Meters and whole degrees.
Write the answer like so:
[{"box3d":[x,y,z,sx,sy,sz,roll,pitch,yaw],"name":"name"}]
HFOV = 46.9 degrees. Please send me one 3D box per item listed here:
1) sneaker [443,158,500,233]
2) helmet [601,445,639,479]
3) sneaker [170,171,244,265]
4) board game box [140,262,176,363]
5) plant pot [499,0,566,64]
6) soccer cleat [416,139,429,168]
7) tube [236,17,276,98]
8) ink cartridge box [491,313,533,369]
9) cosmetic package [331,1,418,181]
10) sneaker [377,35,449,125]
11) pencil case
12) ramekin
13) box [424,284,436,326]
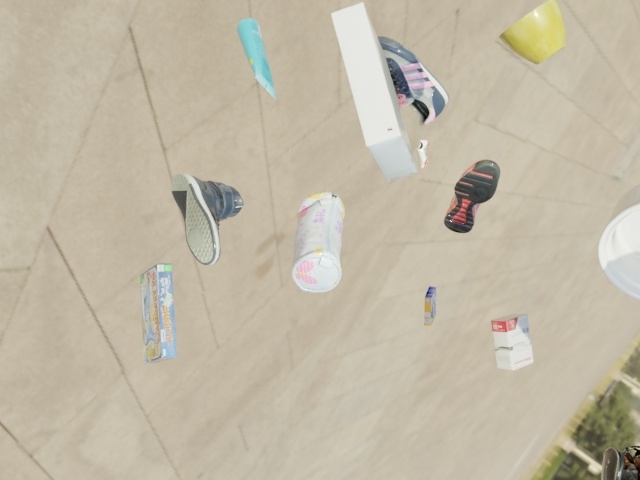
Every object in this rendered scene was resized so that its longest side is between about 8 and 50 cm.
[{"box3d":[0.461,-0.162,2.268,0.313,0.116,0.136,110,1,-53],"name":"sneaker"},{"box3d":[0.700,0.540,1.617,0.169,0.170,0.161,81,7,-58],"name":"helmet"},{"box3d":[-0.229,-0.043,1.644,0.086,0.226,0.163,-34,154,28],"name":"sneaker"},{"box3d":[-0.354,0.161,1.602,0.035,0.201,0.136,1,166,-29],"name":"board game box"},{"box3d":[0.456,-0.425,1.537,0.134,0.095,0.134,-33,-179,1],"name":"plant pot"},{"box3d":[0.293,-0.252,2.141,0.036,0.029,0.083,6,95,-31],"name":"soccer cleat"},{"box3d":[-0.138,-0.402,1.613,0.052,0.207,0.080,-32,143,20],"name":"tube"},{"box3d":[0.519,0.273,1.996,0.099,0.056,0.135,-9,93,-39],"name":"ink cartridge box"},{"box3d":[0.144,-0.374,1.905,0.098,0.377,0.284,-16,163,9],"name":"cosmetic package"},{"box3d":[0.264,-0.491,2.287,0.131,0.319,0.112,-57,-160,-16],"name":"sneaker"},{"box3d":[0.000,0.000,1.741,0.124,0.113,0.273,-39,-154,30],"name":"pencil case"},{"box3d":[0.758,-0.003,1.607,0.135,0.277,0.277,-56,164,-47],"name":"ramekin"},{"box3d":[0.388,0.226,2.596,0.081,0.028,0.136,-51,146,-55],"name":"box"}]
